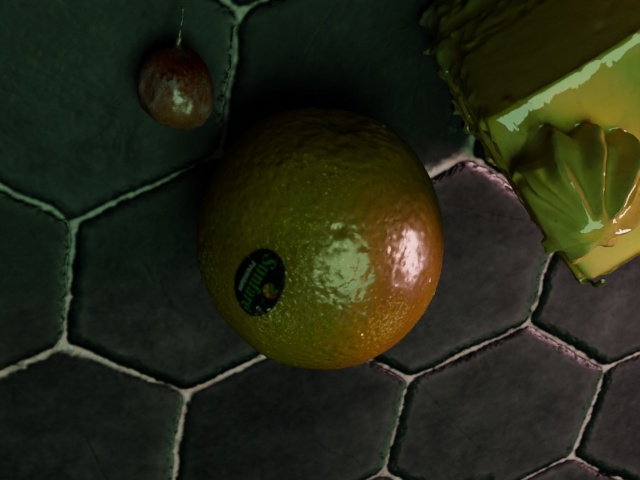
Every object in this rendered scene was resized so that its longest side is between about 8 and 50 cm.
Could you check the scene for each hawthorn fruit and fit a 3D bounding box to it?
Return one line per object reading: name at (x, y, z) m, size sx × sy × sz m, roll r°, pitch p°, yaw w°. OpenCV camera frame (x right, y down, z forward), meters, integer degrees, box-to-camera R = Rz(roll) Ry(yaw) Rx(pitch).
hawthorn fruit at (-0.119, -0.143, 1.083) m, size 0.067 × 0.067 × 0.103 m, roll -4°, pitch 125°, yaw -18°

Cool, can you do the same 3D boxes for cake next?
cake at (0.243, -0.111, 1.099) m, size 0.227 × 0.286 × 0.222 m, roll -34°, pitch 130°, yaw 7°

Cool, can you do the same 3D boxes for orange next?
orange at (0.000, 0.000, 1.140) m, size 0.236 × 0.236 × 0.236 m, roll -11°, pitch 129°, yaw -13°
